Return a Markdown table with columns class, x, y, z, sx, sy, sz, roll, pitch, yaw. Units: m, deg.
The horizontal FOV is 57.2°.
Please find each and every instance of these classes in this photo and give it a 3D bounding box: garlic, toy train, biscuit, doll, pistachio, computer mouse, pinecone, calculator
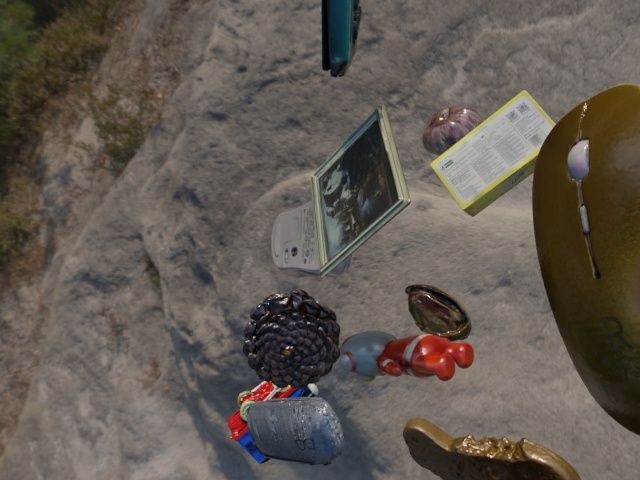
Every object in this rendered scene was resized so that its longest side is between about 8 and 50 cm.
| class | x | y | z | sx | sy | sz | roll | pitch | yaw |
| --- | --- | --- | --- | --- | --- | --- | --- | --- | --- |
| garlic | 0.330 | -0.281 | 1.479 | 0.159 | 0.147 | 0.102 | -26 | 122 | 10 |
| toy train | -0.097 | 0.354 | 1.244 | 0.204 | 0.083 | 0.131 | -41 | 103 | -5 |
| biscuit | 0.267 | 0.352 | 0.856 | 0.319 | 0.047 | 0.184 | 15 | 121 | 31 |
| doll | 0.152 | 0.250 | 1.255 | 0.336 | 0.199 | 0.106 | -6 | 97 | 43 |
| pistachio | 0.310 | 0.194 | 1.585 | 0.210 | 0.130 | 0.165 | 40 | 141 | 23 |
| computer mouse | 0.000 | 0.000 | 1.313 | 0.296 | 0.121 | 0.184 | -15 | 70 | 52 |
| pinecone | -0.039 | 0.133 | 0.818 | 0.140 | 0.121 | 0.140 | -2 | 101 | -10 |
| calculator | 0.044 | -0.456 | 1.065 | 0.058 | 0.274 | 0.248 | 4 | 124 | 6 |
| computer mouse | 0.209 | 0.017 | 0.401 | 0.056 | 0.126 | 0.245 | -7 | 81 | -20 |

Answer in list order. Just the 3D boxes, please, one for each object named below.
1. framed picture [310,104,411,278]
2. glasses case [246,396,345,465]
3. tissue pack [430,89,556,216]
| class | x | y | z | sx | sy | sz | roll | pitch | yaw |
| --- | --- | --- | --- | --- | --- | --- | --- | --- | --- |
| framed picture | 0.058 | -0.101 | 1.097 | 0.232 | 0.019 | 0.296 | -43 | 34 | 30 |
| glasses case | -0.052 | 0.342 | 1.065 | 0.282 | 0.067 | 0.109 | -22 | 82 | 51 |
| tissue pack | 0.268 | -0.127 | 0.887 | 0.176 | 0.062 | 0.095 | -39 | 65 | 18 |
